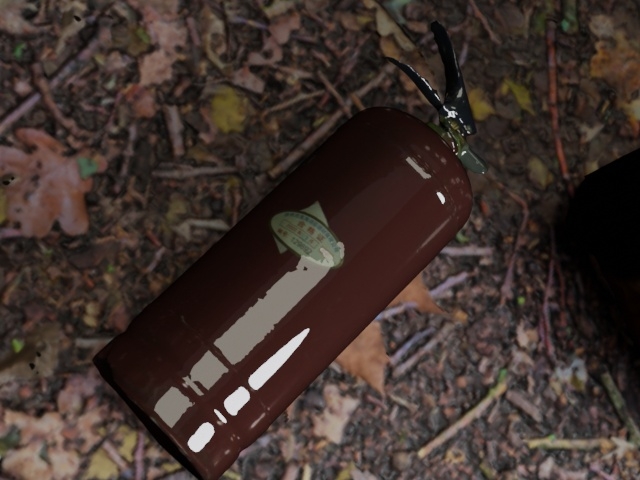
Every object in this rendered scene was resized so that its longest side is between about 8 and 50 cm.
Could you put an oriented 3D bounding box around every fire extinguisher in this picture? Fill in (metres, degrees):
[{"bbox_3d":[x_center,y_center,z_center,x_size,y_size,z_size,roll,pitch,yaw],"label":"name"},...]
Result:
[{"bbox_3d":[0.000,0.000,0.699,0.337,0.114,0.135,-43,114,-18],"label":"fire extinguisher"}]

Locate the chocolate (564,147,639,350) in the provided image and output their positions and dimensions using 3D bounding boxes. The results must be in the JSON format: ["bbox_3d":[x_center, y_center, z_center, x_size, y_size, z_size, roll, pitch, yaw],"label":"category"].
[{"bbox_3d":[0.407,0.064,0.705,0.384,0.384,0.331,-29,104,-18],"label":"chocolate"}]
